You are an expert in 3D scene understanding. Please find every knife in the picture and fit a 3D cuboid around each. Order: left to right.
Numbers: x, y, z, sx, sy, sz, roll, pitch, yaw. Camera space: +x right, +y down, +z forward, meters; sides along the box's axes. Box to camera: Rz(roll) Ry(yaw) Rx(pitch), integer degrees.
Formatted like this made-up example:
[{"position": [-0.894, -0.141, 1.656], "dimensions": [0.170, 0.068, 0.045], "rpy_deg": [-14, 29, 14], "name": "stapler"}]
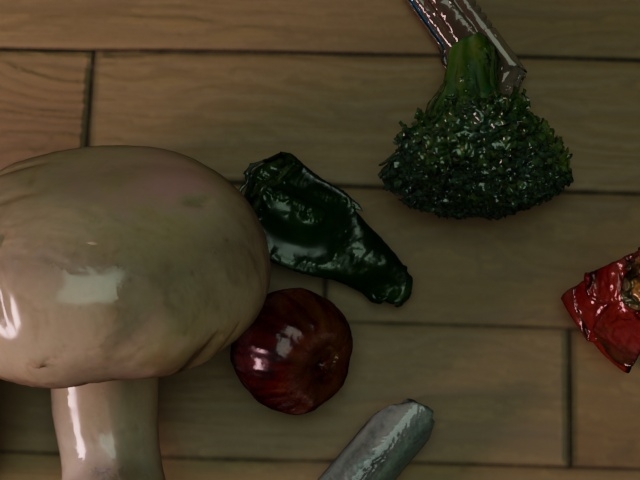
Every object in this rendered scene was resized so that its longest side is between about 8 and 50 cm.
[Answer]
[{"position": [0.095, -0.289, 1.626], "dimensions": [0.089, 0.043, 0.365], "rpy_deg": [-41, 81, 26], "name": "knife"}]

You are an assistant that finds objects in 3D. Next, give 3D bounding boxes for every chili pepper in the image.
[{"position": [-0.001, -0.001, 1.554], "dimensions": [0.216, 0.062, 0.108], "rpy_deg": [36, 87, 7], "name": "chili pepper"}]

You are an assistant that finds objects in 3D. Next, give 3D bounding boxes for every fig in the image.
[{"position": [-0.039, 0.098, 1.498], "dimensions": [0.150, 0.128, 0.128], "rpy_deg": [38, 81, 7], "name": "fig"}]

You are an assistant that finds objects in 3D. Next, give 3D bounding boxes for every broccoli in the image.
[{"position": [0.162, -0.118, 1.524], "dimensions": [0.219, 0.194, 0.194], "rpy_deg": [19, 76, -29], "name": "broccoli"}]

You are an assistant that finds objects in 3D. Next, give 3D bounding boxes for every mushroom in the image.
[{"position": [-0.209, 0.053, 1.410], "dimensions": [0.315, 0.315, 0.356], "rpy_deg": [6, 58, 2], "name": "mushroom"}]

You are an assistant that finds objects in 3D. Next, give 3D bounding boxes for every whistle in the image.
[{"position": [-0.001, 0.277, 1.491], "dimensions": [0.062, 0.062, 0.312], "rpy_deg": [40, 81, 9], "name": "whistle"}]

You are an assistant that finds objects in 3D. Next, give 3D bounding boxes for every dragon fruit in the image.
[{"position": [0.323, 0.063, 1.471], "dimensions": [0.122, 0.192, 0.092], "rpy_deg": [-6, 70, -15], "name": "dragon fruit"}]
